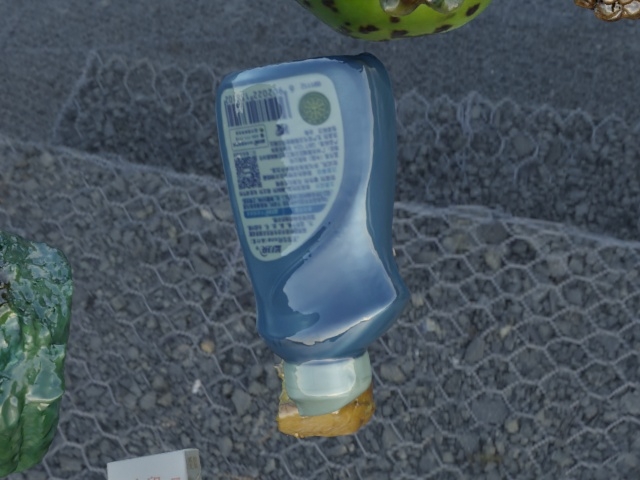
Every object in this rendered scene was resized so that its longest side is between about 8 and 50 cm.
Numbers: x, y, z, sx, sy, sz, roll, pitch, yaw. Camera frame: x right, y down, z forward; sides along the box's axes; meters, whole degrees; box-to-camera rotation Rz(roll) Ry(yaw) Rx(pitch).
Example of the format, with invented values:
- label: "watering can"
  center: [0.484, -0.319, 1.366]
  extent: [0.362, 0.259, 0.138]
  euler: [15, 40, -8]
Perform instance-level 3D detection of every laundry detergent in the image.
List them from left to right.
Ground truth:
- label: "laundry detergent"
  center: [0.000, 0.000, 0.761]
  extent: [0.143, 0.094, 0.289]
  euler: [-3, 99, 24]

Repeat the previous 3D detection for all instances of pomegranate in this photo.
- label: "pomegranate"
  center: [0.045, -0.268, 0.782]
  extent: [0.231, 0.230, 0.286]
  euler: [16, 25, 16]

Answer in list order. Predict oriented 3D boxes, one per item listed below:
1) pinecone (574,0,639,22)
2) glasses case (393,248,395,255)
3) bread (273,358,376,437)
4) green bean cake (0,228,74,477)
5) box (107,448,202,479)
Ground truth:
- label: "pinecone"
  center: [0.343, -0.331, 1.068]
  extent: [0.174, 0.173, 0.173]
  euler: [-3, 60, 6]
- label: "glasses case"
  center: [0.071, 0.061, 2.136]
  extent: [0.102, 0.193, 0.070]
  euler: [-31, 85, -39]
- label: "bread"
  center: [0.009, 0.216, 1.377]
  extent: [0.140, 0.229, 0.143]
  euler: [-5, 81, 6]
- label: "green bean cake"
  center: [-0.331, 0.048, 0.663]
  extent: [0.300, 0.308, 0.169]
  euler: [5, 51, -14]
- label: "box"
  center: [-0.294, 0.577, 1.713]
  extent: [0.205, 0.051, 0.365]
  euler: [-17, 72, 32]
